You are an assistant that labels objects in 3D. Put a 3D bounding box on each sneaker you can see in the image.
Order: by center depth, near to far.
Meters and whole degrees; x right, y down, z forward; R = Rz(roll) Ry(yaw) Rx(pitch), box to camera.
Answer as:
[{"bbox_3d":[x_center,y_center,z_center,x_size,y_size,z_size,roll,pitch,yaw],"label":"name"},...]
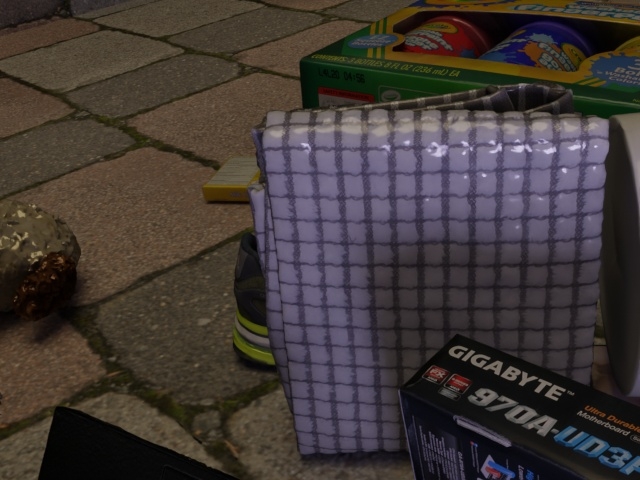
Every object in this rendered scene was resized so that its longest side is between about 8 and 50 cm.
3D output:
[{"bbox_3d":[0.059,0.035,0.768,0.300,0.121,0.111,-10,29,-3],"label":"sneaker"}]

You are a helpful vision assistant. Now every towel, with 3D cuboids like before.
[{"bbox_3d":[0.078,0.023,0.617,0.235,0.284,0.121,-2,28,10],"label":"towel"}]

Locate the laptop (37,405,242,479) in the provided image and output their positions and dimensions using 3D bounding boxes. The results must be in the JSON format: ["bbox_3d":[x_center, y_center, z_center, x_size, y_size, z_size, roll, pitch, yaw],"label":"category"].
[{"bbox_3d":[-0.134,0.244,0.420,0.234,0.264,0.136,12,-2,32],"label":"laptop"}]

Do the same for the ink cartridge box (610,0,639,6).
[{"bbox_3d":[0.397,-0.282,1.196,0.145,0.179,0.045,13,41,33],"label":"ink cartridge box"}]

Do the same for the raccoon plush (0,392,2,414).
[{"bbox_3d":[-0.339,0.166,0.422,0.299,0.216,0.446,-36,48,-3],"label":"raccoon plush"}]

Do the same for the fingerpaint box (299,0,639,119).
[{"bbox_3d":[0.260,-0.191,1.058,0.445,0.163,0.371,16,35,32],"label":"fingerpaint box"}]

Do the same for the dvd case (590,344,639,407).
[{"bbox_3d":[0.287,0.155,0.592,0.180,0.022,0.253,-2,29,12],"label":"dvd case"}]

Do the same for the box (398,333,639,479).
[{"bbox_3d":[0.132,0.169,0.400,0.175,0.220,0.051,20,44,42],"label":"box"}]

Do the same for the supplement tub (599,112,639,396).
[{"bbox_3d":[0.375,0.004,0.568,0.331,0.241,0.241,-3,29,11],"label":"supplement tub"}]

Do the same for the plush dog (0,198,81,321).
[{"bbox_3d":[-0.377,0.007,0.900,0.225,0.211,0.262,5,21,-28],"label":"plush dog"}]

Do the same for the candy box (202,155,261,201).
[{"bbox_3d":[-0.044,-0.083,1.111,0.206,0.027,0.105,2,28,18],"label":"candy box"}]
